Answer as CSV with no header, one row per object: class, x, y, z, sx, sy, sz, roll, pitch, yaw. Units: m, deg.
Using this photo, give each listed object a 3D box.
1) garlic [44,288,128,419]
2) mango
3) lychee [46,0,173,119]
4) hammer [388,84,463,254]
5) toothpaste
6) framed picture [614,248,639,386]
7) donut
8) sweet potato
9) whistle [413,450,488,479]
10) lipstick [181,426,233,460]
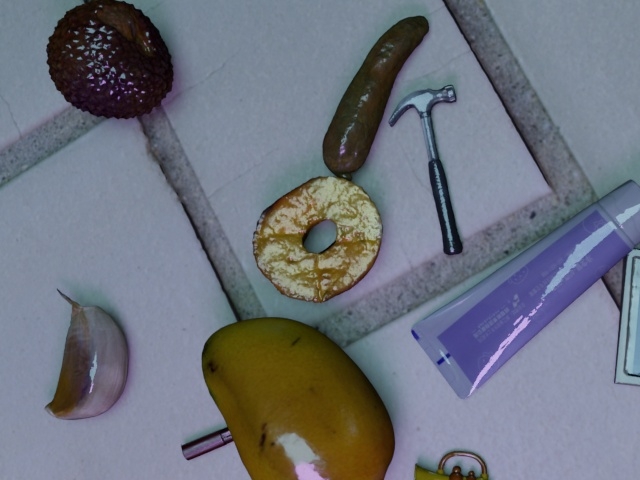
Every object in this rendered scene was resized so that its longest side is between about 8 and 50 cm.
garlic,-0.354,0.171,1.427,0.129,0.090,0.198,-2,87,25
mango,-0.030,0.234,1.292,0.211,0.173,0.317,-33,76,-24
lychee,-0.326,-0.266,1.432,0.188,0.188,0.188,-2,83,12
hammer,0.163,-0.098,1.376,0.103,0.029,0.246,-10,82,11
toothpaste,0.298,0.060,1.305,0.371,0.080,0.125,-40,75,10
framed picture,0.533,0.115,1.272,0.260,0.023,0.189,6,86,13
donut,0.001,0.001,1.375,0.174,0.074,0.190,38,88,15
sweet potato,0.075,-0.218,1.391,0.075,0.075,0.273,25,84,14
whistle,0.182,0.328,1.319,0.109,0.057,0.046,-1,128,4
lipstick,-0.120,0.279,1.391,0.176,0.027,0.027,-23,79,7
